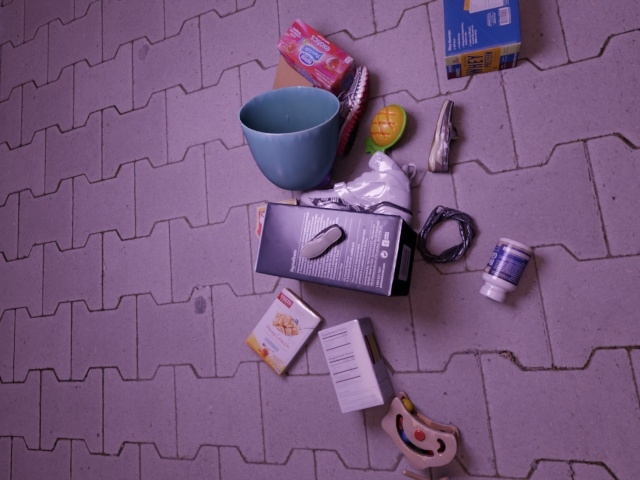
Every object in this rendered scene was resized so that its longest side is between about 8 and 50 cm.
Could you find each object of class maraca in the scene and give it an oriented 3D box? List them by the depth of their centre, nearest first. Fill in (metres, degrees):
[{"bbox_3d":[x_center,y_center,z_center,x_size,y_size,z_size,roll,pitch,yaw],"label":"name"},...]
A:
[{"bbox_3d":[0.207,-0.349,1.291,0.185,0.099,0.127,-56,47,27],"label":"maraca"}]

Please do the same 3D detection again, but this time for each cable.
[{"bbox_3d":[0.378,-0.007,1.214,0.151,0.047,0.184,29,91,17],"label":"cable"}]

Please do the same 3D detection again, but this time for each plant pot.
[{"bbox_3d":[-0.079,-0.297,1.227,0.293,0.235,0.292,-4,44,4],"label":"plant pot"}]

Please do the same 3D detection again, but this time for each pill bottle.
[{"bbox_3d":[0.513,0.085,1.118,0.094,0.094,0.169,25,92,22],"label":"pill bottle"}]

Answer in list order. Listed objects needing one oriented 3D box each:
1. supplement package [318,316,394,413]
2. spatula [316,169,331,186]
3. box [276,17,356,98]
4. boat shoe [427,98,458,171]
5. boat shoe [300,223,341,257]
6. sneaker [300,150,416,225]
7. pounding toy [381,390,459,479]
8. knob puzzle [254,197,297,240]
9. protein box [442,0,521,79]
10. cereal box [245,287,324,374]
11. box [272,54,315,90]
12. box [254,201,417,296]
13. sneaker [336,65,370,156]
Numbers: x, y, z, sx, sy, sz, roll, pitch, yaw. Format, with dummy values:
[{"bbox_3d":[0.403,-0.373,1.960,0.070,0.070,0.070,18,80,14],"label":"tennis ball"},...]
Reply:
[{"bbox_3d":[0.108,0.369,1.213,0.134,0.139,0.243,-22,77,19],"label":"supplement package"},{"bbox_3d":[0.008,-0.328,1.397,0.084,0.030,0.296,5,85,20],"label":"spatula"},{"bbox_3d":[-0.009,-0.612,1.368,0.257,0.128,0.122,42,96,12],"label":"box"},{"bbox_3d":[0.386,-0.317,1.230,0.074,0.080,0.223,13,94,16],"label":"boat shoe"},{"bbox_3d":[0.000,0.000,1.040,0.125,0.038,0.046,-39,113,18],"label":"boat shoe"},{"bbox_3d":[0.125,-0.172,1.281,0.366,0.137,0.210,12,87,17],"label":"sneaker"},{"bbox_3d":[0.289,0.558,1.111,0.154,0.155,0.269,-46,70,15],"label":"pounding toy"},{"bbox_3d":[-0.158,-0.043,1.412,0.213,0.030,0.212,-4,82,27],"label":"knob puzzle"},{"bbox_3d":[0.476,-0.623,1.199,0.201,0.136,0.199,-3,83,20],"label":"protein box"},{"bbox_3d":[-0.123,0.305,1.358,0.173,0.047,0.240,37,97,21],"label":"cereal box"},{"bbox_3d":[-0.096,-0.582,1.473,0.165,0.021,0.201,12,88,21],"label":"box"},{"bbox_3d":[0.059,0.032,1.192,0.396,0.293,0.211,7,86,21],"label":"box"},{"bbox_3d":[0.084,-0.437,1.326,0.112,0.121,0.298,22,91,12],"label":"sneaker"}]
